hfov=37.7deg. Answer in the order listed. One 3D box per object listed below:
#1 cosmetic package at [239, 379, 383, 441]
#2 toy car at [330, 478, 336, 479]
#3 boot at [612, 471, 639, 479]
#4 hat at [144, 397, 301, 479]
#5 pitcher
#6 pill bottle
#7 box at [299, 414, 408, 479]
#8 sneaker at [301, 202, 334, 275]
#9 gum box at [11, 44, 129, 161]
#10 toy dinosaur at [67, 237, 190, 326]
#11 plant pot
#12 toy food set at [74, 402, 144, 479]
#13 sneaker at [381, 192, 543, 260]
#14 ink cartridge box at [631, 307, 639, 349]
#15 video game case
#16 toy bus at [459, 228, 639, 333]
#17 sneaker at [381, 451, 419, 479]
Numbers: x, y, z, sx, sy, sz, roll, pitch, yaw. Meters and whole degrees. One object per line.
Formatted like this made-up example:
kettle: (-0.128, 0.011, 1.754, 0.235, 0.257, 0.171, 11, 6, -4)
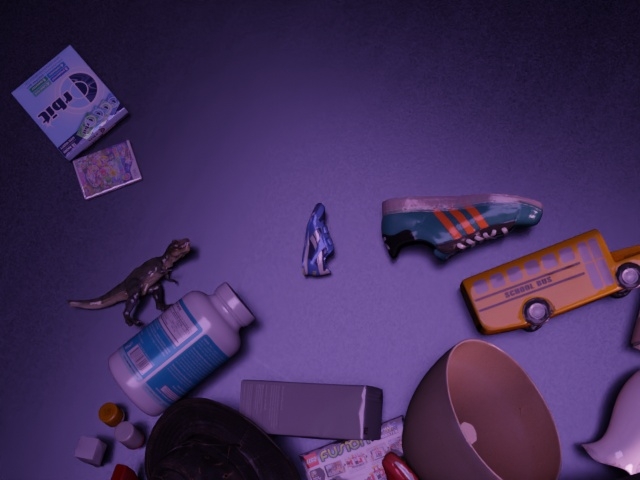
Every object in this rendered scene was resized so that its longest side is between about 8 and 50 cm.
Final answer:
cosmetic package: (-0.015, 0.305, 1.688, 0.238, 0.127, 0.107, -2, 78, 16)
toy car: (0.083, 0.502, 1.676, 0.225, 0.053, 0.239, 42, 84, -11)
boot: (0.329, 0.533, 1.569, 0.445, 0.367, 0.146, -3, 55, -31)
hat: (-0.201, 0.445, 1.638, 0.332, 0.134, 0.331, 5, 102, 24)
pitcher: (0.594, 0.336, 1.671, 0.178, 0.125, 0.207, 35, 94, -11)
pill bottle: (-0.250, 0.193, 1.740, 0.264, 0.146, 0.146, -38, 79, -3)
box: (0.077, 0.411, 1.728, 0.207, 0.036, 0.114, -21, 78, 0)
sneaker: (0.000, 0.000, 1.807, 0.059, 0.053, 0.144, 7, 88, 6)
gum box: (-0.508, -0.278, 1.904, 0.157, 0.041, 0.184, -40, 80, -4)
toy dinosaur: (-0.347, 0.101, 1.813, 0.268, 0.064, 0.118, -30, 72, 1)
plant pot: (0.253, 0.339, 1.635, 0.191, 0.284, 0.284, -39, 76, 35)
toy food set: (-0.390, 0.430, 1.749, 0.111, 0.104, 0.232, 4, 61, 19)
sneaker: (0.266, -0.020, 1.767, 0.302, 0.108, 0.121, -2, 80, 12)
ink cartridge box: (0.697, 0.149, 1.703, 0.218, 0.092, 0.158, 17, 81, 9)
video game case: (-0.429, -0.142, 1.887, 0.122, 0.011, 0.087, -21, 78, 0)
toy bus: (0.437, 0.078, 1.729, 0.333, 0.108, 0.130, -21, 77, 1)
sneaker: (0.132, 0.483, 1.614, 0.128, 0.087, 0.221, -30, 97, -10)
